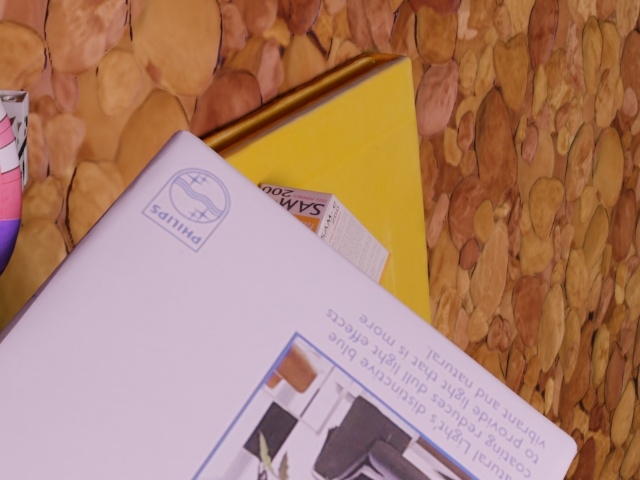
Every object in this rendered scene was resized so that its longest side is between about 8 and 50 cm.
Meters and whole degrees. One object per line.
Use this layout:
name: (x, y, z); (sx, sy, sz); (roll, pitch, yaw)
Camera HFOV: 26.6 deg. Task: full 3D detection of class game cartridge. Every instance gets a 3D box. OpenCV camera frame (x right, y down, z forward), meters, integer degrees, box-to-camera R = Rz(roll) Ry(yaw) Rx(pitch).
game cartridge: (-0.005, 0.046, 1.060); (0.285, 0.053, 0.323); (-34, 127, -48)

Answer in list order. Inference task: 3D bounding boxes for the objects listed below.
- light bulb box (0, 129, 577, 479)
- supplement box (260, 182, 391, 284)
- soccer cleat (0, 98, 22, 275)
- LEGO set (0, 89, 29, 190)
light bulb box: (-0.125, 0.209, 0.597); (0.225, 0.358, 0.361); (38, 54, -3)
supplement box: (0.000, 0.000, 0.950); (0.098, 0.062, 0.036); (44, 62, -52)
soccer cleat: (-0.177, -0.066, 0.621); (0.083, 0.248, 0.095); (-44, 144, 12)
LEGO set: (-0.206, 0.006, 0.687); (0.227, 0.087, 0.093); (-93, -173, -63)
